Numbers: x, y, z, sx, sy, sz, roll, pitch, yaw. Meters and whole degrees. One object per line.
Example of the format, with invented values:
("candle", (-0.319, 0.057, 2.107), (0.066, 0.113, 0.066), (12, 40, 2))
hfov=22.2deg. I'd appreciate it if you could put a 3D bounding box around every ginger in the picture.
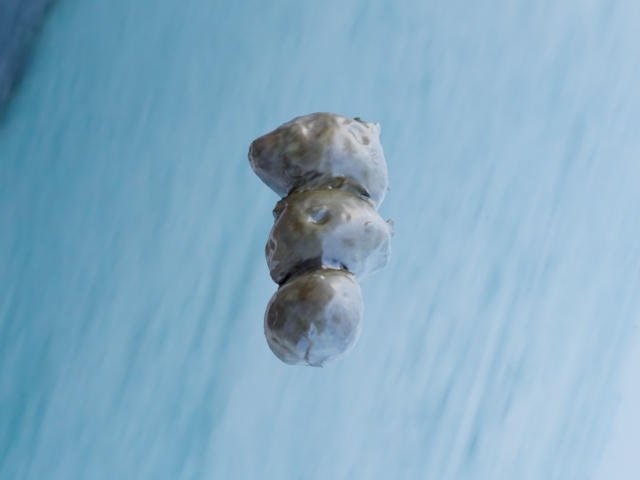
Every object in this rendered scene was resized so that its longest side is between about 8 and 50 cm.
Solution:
("ginger", (0.000, 0.000, 1.127), (0.080, 0.104, 0.204), (112, -19, -53))
